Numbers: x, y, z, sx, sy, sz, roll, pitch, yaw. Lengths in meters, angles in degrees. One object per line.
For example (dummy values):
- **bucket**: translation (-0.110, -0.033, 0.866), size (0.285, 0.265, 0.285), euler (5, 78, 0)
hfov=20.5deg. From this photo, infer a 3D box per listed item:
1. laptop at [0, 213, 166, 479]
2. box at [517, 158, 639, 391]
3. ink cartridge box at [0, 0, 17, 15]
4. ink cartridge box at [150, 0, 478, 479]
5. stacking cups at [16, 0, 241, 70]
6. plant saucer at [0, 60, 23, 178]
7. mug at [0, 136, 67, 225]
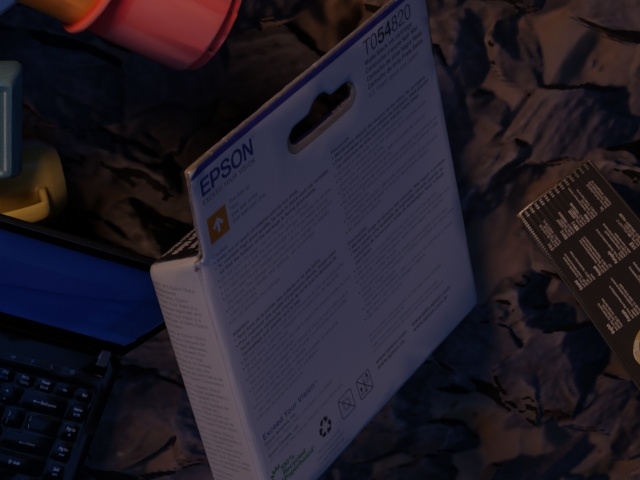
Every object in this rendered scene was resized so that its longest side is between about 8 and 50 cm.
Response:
- **laptop**: translation (-0.216, 0.090, 0.971), size (0.234, 0.136, 0.264), euler (18, 102, -22)
- **box**: translation (0.233, 0.095, 1.015), size (0.060, 0.270, 0.216), euler (-39, 121, 8)
- **ink cartridge box**: translation (-0.286, -0.198, 0.838), size (0.186, 0.065, 0.311), euler (-36, 124, 8)
- **ink cartridge box**: translation (0.000, 0.000, 0.956), size (0.223, 0.045, 0.224), euler (-43, 133, -41)
- **stacking cups**: translation (-0.179, -0.162, 0.794), size (0.316, 0.096, 0.096), euler (24, 110, -25)
- **plant saucer**: translation (-0.246, -0.056, 0.889), size (0.192, 0.018, 0.067), euler (-2, 121, -14)
- **mug**: translation (-0.171, -0.023, 0.963), size (0.064, 0.078, 0.062), euler (-14, 146, -16)
